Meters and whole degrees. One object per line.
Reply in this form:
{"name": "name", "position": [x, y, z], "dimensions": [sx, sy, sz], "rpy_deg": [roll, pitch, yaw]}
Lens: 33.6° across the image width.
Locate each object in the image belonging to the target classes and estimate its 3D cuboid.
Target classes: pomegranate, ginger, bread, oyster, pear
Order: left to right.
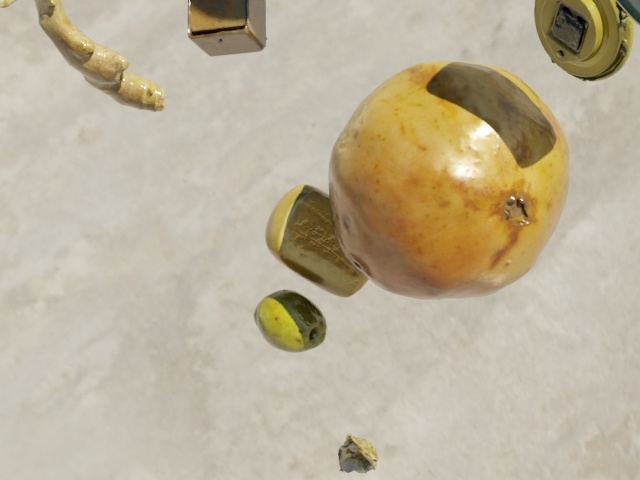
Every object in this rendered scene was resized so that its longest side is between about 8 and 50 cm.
{"name": "ginger", "position": [-0.305, -0.250, 1.362], "dimensions": [0.089, 0.288, 0.075], "rpy_deg": [15, 69, 44]}
{"name": "pear", "position": [-0.050, 0.135, 1.772], "dimensions": [0.131, 0.107, 0.107], "rpy_deg": [15, 61, 39]}
{"name": "bread", "position": [0.000, 0.000, 1.796], "dimensions": [0.098, 0.217, 0.147], "rpy_deg": [6, 64, 58]}
{"name": "oyster", "position": [0.050, 0.272, 1.355], "dimensions": [0.051, 0.093, 0.034], "rpy_deg": [18, 56, 0]}
{"name": "pomegranate", "position": [0.181, -0.103, 1.629], "dimensions": [0.410, 0.410, 0.410], "rpy_deg": [-13, 49, 15]}

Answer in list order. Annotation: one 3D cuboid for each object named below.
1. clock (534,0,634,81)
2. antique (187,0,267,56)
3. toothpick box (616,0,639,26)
{"name": "clock", "position": [0.464, -0.395, 1.928], "dimensions": [0.057, 0.237, 0.237], "rpy_deg": [-26, 42, -28]}
{"name": "antique", "position": [-0.134, -0.431, 1.545], "dimensions": [0.093, 0.087, 0.310], "rpy_deg": [-3, 81, 15]}
{"name": "toothpick box", "position": [0.372, -0.345, 1.239], "dimensions": [0.120, 0.120, 0.184], "rpy_deg": [-35, 92, 1]}
